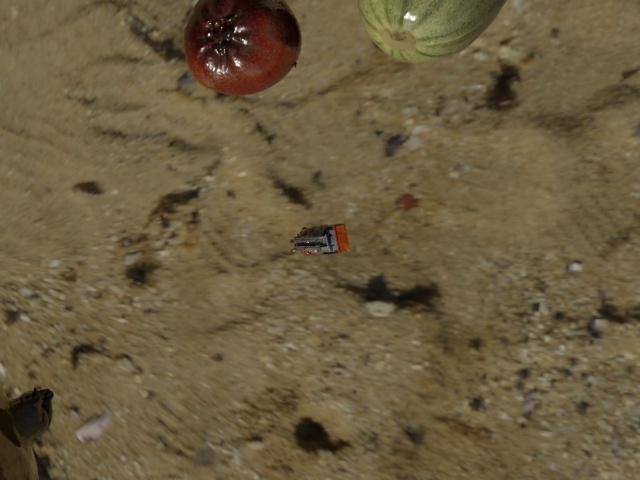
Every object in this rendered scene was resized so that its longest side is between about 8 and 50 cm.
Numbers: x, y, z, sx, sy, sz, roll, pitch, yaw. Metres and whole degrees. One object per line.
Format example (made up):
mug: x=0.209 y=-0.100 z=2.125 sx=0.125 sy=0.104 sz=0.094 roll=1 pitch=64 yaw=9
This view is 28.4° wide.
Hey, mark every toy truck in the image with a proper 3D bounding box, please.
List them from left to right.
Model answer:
toy truck: x=0.000 y=0.000 z=1.028 sx=0.032 sy=0.083 sz=0.024 roll=-15 pitch=95 yaw=-17

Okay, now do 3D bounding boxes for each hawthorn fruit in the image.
hawthorn fruit: x=-0.110 y=-0.290 z=1.851 sx=0.169 sy=0.188 sz=0.169 roll=-1 pitch=88 yaw=18

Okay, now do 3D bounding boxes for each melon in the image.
melon: x=0.185 y=-0.427 z=2.013 sx=0.248 sy=0.248 sz=0.329 roll=33 pitch=58 yaw=-13

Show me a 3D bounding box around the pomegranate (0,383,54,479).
pomegranate: x=-0.466 y=0.273 z=1.499 sx=0.342 sy=0.342 sz=0.343 roll=0 pitch=89 yaw=-16
